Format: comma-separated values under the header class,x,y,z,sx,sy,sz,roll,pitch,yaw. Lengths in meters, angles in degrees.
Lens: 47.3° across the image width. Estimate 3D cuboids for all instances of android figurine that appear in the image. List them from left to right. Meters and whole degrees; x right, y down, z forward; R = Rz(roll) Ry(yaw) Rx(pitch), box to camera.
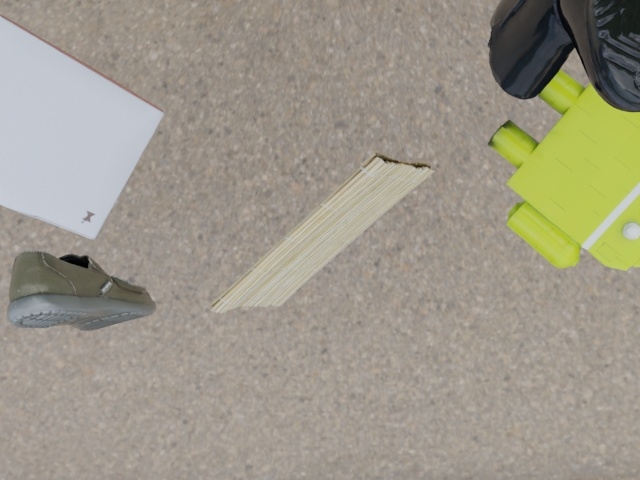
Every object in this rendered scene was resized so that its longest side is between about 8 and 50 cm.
class,x,y,z,sx,sy,sz,roll,pitch,yaw
android figurine,0.339,-0.077,0.863,0.273,0.056,0.248,45,114,14

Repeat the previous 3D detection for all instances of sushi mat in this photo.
class,x,y,z,sx,sy,sz,roll,pitch,yaw
sushi mat,0.000,0.000,0.933,0.316,0.151,0.019,-42,69,28

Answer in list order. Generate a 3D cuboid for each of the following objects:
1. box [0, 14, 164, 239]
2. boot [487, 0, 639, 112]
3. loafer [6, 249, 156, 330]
class,x,y,z,sx,sy,sz,roll,pitch,yaw
box,-0.376,-0.165,0.859,0.215,0.345,0.168,28,92,-43
boot,0.231,-0.181,0.661,0.094,0.246,0.207,8,157,-10
loafer,-0.275,0.055,0.871,0.094,0.251,0.087,-15,79,9
